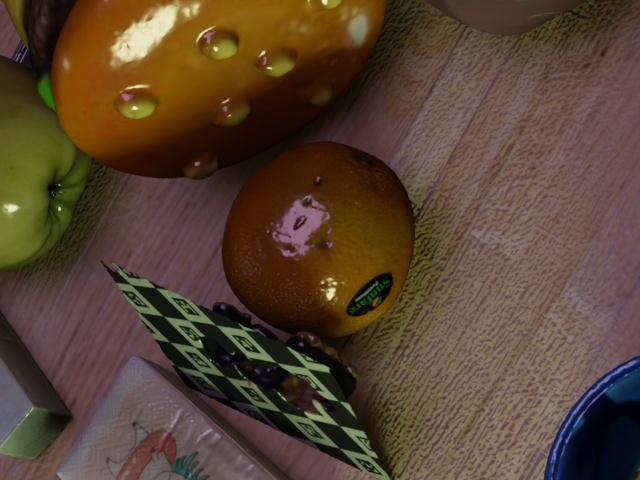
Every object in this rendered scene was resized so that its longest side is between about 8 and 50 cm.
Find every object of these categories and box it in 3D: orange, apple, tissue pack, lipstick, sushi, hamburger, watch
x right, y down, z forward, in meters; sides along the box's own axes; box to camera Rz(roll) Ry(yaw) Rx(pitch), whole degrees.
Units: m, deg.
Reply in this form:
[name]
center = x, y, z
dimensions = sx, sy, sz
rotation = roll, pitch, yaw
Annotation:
[orange]
center = 0.000, 0.000, 1.571
dimensions = 0.206, 0.206, 0.206
rotation = -9, 72, 29
[apple]
center = -0.395, -0.091, 1.812
dimensions = 0.262, 0.262, 0.262
rotation = -9, 72, 29
[tissue pack]
center = -0.127, 0.280, 1.640
dimensions = 0.325, 0.071, 0.170
rotation = 38, 95, 33
[lipstick]
center = -0.430, 0.104, 1.871
dimensions = 0.080, 0.076, 0.371
rotation = -49, 58, 10
[sushi]
center = -0.060, 0.115, 1.558
dimensions = 0.290, 0.264, 0.050
rotation = 22, 65, 31
[hamburger]
center = -0.119, -0.244, 1.621
dimensions = 0.396, 0.396, 0.277
rotation = -40, 59, 15
[watch]
center = 0.347, 0.215, 1.295
dimensions = 0.305, 0.241, 0.274
rotation = -29, 49, 21

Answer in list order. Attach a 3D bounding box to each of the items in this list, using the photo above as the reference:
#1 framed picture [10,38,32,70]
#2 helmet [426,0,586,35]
[framed picture]
center = -0.268, -0.290, 1.921
dimensions = 0.192, 0.018, 0.265
rotation = 28, 91, 34
[helmet]
center = 0.158, -0.343, 1.554
dimensions = 0.338, 0.271, 0.197
rotation = 52, 136, 29
